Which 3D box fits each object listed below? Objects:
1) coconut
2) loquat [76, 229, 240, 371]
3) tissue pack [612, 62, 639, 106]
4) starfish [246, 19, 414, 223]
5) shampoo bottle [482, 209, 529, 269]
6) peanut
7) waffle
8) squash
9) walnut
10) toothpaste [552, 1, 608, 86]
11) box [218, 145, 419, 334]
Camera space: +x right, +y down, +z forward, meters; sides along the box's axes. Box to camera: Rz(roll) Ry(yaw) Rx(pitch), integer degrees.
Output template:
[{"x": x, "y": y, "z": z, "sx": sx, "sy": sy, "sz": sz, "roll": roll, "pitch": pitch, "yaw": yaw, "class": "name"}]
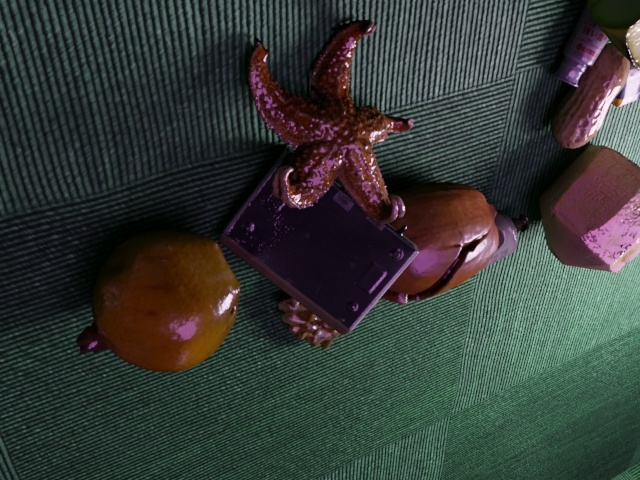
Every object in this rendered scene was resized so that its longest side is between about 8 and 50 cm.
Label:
[{"x": 0.577, "y": -0.051, "z": 1.520, "sx": 0.233, "sy": 0.233, "sz": 0.245, "roll": 28, "pitch": 103, "yaw": -45, "class": "coconut"}, {"x": -0.246, "y": 0.097, "z": 1.086, "sx": 0.246, "sy": 0.213, "sz": 0.213, "roll": -28, "pitch": 136, "yaw": -17, "class": "loquat"}, {"x": 0.607, "y": -0.313, "z": 1.452, "sx": 0.062, "sy": 0.042, "sz": 0.083, "roll": -21, "pitch": 134, "yaw": -16, "class": "tissue pack"}, {"x": 0.034, "y": -0.177, "z": 1.094, "sx": 0.312, "sy": 0.113, "sz": 0.303, "roll": 0, "pitch": 92, "yaw": -35, "class": "starfish"}, {"x": 0.325, "y": 0.008, "z": 1.490, "sx": 0.234, "sy": 0.087, "sz": 0.118, "roll": -28, "pitch": 137, "yaw": -13, "class": "shampoo bottle"}, {"x": 0.515, "y": -0.274, "z": 1.385, "sx": 0.099, "sy": 0.090, "sz": 0.214, "roll": -6, "pitch": 129, "yaw": -44, "class": "peanut"}, {"x": 0.022, "y": 0.112, "z": 1.390, "sx": 0.204, "sy": 0.054, "sz": 0.223, "roll": -39, "pitch": 137, "yaw": -1, "class": "waffle"}, {"x": 0.617, "y": -0.376, "z": 1.222, "sx": 0.309, "sy": 0.210, "sz": 0.234, "roll": 31, "pitch": 119, "yaw": -34, "class": "squash"}, {"x": 0.207, "y": -0.008, "z": 1.320, "sx": 0.336, "sy": 0.209, "sz": 0.208, "roll": -20, "pitch": 134, "yaw": -31, "class": "walnut"}, {"x": 0.494, "y": -0.392, "z": 1.303, "sx": 0.089, "sy": 0.057, "sz": 0.234, "roll": 17, "pitch": 111, "yaw": -20, "class": "toothpaste"}, {"x": 0.000, "y": 0.000, "z": 1.172, "sx": 0.270, "sy": 0.045, "sz": 0.211, "roll": 39, "pitch": 102, "yaw": -6, "class": "box"}]
